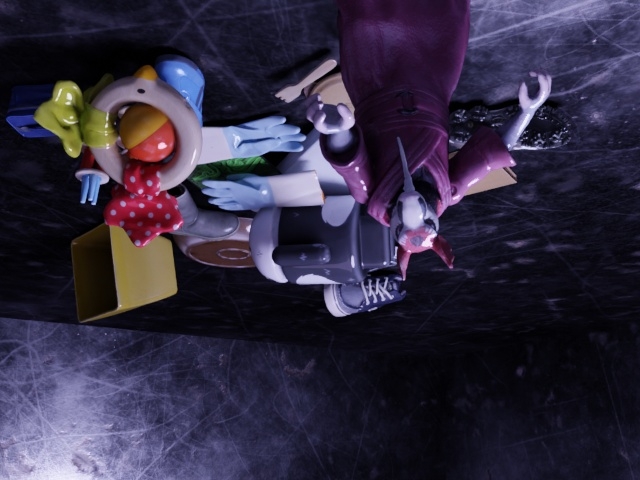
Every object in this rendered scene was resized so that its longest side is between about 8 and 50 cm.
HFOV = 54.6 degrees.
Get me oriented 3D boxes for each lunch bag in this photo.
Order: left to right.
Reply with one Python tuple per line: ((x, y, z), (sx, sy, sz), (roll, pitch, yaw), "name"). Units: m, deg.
((-0.423, -0.194, 0.952), (0.099, 0.065, 0.067), (-2, 161, 7), "lunch bag")

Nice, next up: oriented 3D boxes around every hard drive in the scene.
((0.028, -0.108, 1.211), (0.233, 0.047, 0.353), (15, 156, -23), "hard drive")

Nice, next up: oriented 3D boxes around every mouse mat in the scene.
((-0.184, -0.136, 1.158), (0.190, 0.007, 0.153), (-17, 140, 36), "mouse mat")

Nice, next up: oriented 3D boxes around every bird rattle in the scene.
((-0.263, -0.128, 0.876), (0.207, 0.253, 0.143), (-29, -170, 22), "bird rattle")

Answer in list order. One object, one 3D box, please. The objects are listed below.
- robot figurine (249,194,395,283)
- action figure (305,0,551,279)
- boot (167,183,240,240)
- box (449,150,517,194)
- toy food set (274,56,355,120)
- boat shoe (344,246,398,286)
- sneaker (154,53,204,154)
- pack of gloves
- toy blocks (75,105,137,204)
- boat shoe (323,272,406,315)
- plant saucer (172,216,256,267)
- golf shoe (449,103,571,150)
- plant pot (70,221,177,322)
((0.001, 0.002, 1.193), (0.278, 0.173, 0.209), (-1, 153, 15), "robot figurine")
((0.075, -0.131, 0.679), (0.248, 0.370, 0.276), (5, 161, -15), "action figure")
((-0.275, -0.071, 1.327), (0.190, 0.076, 0.208), (-2, 154, -3), "boot")
((0.263, -0.126, 1.230), (0.201, 0.021, 0.164), (-14, 156, 33), "box")
((0.040, -0.219, 0.949), (0.132, 0.038, 0.192), (-26, 144, 38), "toy food set")
((0.079, 0.075, 1.683), (0.301, 0.102, 0.108), (-5, 160, 13), "boat shoe")
((-0.212, -0.194, 0.935), (0.069, 0.082, 0.209), (4, 159, -7), "sneaker")
((-0.121, -0.141, 1.103), (0.232, 0.046, 0.195), (-3, 134, 14), "pack of gloves")
((-0.336, -0.134, 1.000), (0.123, 0.148, 0.054), (-7, 160, 19), "toy blocks")
((0.140, 0.144, 1.831), (0.158, 0.127, 0.340), (-15, 175, 23), "boat shoe")
((-0.222, 0.016, 1.595), (0.311, 0.050, 0.310), (-1, 162, 0), "plant saucer")
((0.303, -0.180, 1.018), (0.198, 0.077, 0.094), (5, 172, 4), "golf shoe")
((-0.485, 0.081, 1.563), (0.212, 0.212, 0.187), (-19, 166, 42), "plant pot")
